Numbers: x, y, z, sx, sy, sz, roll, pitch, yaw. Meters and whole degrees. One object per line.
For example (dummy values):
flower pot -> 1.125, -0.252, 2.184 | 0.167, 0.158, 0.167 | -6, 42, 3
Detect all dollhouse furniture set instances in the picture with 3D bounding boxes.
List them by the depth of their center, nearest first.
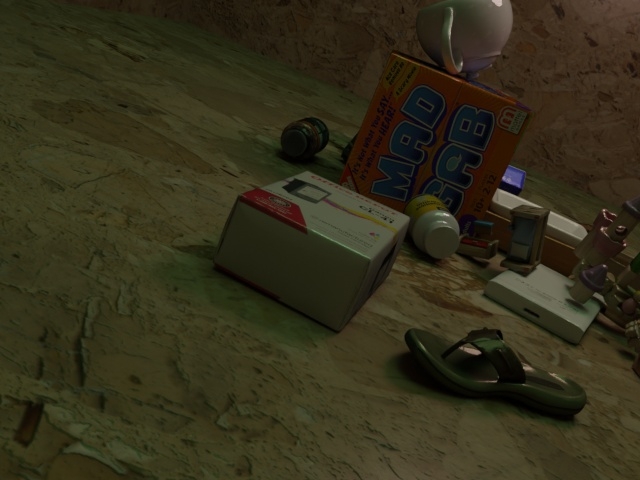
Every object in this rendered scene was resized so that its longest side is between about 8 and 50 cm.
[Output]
dollhouse furniture set -> 0.400, -0.018, 1.532 | 0.183, 0.130, 0.129 | 13, 13, 26

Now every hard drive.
hard drive -> 0.488, 0.119, 1.460 | 0.203, 0.040, 0.307 | 30, 20, 23

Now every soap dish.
soap dish -> 0.552, -0.022, 1.796 | 0.290, 0.118, 0.229 | 24, 19, 8

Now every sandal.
sandal -> 0.257, 0.172, 0.992 | 0.302, 0.086, 0.120 | 16, 19, -16
sandal -> 0.658, 0.113, 1.603 | 0.088, 0.079, 0.240 | 7, 24, -37

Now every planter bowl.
planter bowl -> 0.737, 0.101, 1.676 | 0.162, 0.109, 0.162 | 19, 19, -7

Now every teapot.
teapot -> 0.359, -0.494, 1.685 | 0.255, 0.187, 0.252 | -12, 9, -15

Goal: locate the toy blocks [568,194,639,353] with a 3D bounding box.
toy blocks -> 0.707, 0.049, 1.413 | 0.288, 0.260, 0.309 | 36, 31, 8

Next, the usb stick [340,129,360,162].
usb stick -> 0.163, -0.337, 1.991 | 0.045, 0.278, 0.077 | 31, 14, -41

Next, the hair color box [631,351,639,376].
hair color box -> 0.629, 0.236, 1.214 | 0.053, 0.093, 0.167 | 21, 18, -4

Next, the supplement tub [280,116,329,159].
supplement tub -> -0.046, -0.277, 1.856 | 0.106, 0.106, 0.198 | 24, 19, 7

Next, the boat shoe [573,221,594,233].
boat shoe -> 0.697, -0.010, 1.963 | 0.307, 0.111, 0.104 | 23, 20, 34

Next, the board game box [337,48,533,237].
board game box -> 0.280, -0.256, 1.764 | 0.356, 0.357, 0.356 | 22, 18, 0

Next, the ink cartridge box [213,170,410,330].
ink cartridge box -> 0.000, 0.000, 1.116 | 0.226, 0.131, 0.306 | 25, 20, 11

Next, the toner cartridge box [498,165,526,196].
toner cartridge box -> 0.413, -0.195, 2.035 | 0.347, 0.165, 0.075 | 23, 57, 0

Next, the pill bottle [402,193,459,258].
pill bottle -> 0.246, -0.029, 1.504 | 0.103, 0.103, 0.184 | 18, 19, -12
